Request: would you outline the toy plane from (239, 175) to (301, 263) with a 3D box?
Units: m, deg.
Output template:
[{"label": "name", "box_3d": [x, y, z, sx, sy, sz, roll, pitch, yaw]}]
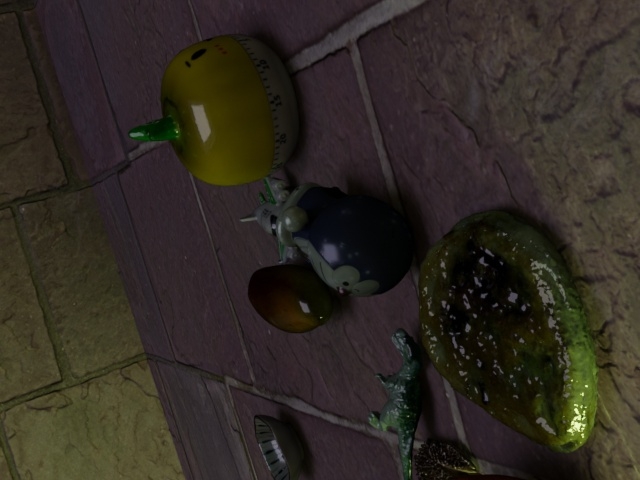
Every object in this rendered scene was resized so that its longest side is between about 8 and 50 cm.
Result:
[{"label": "toy plane", "box_3d": [-0.082, -0.040, 1.641, 0.174, 0.080, 0.174, 42, 142, 45]}]

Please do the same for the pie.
[{"label": "pie", "box_3d": [0.226, 0.107, 1.104, 0.323, 0.070, 0.323, 43, 142, 47]}]

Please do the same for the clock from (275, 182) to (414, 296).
[{"label": "clock", "box_3d": [0.034, -0.005, 1.324, 0.147, 0.199, 0.243, -64, 30, 3]}]

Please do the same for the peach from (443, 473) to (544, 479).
[{"label": "peach", "box_3d": [0.196, 0.464, 1.074, 0.370, 0.370, 0.370, 45, 145, 44]}]

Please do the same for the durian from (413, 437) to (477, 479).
[{"label": "durian", "box_3d": [0.184, 0.357, 1.376, 0.140, 0.071, 0.110, -137, 36, -55]}]

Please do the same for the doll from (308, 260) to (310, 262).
[{"label": "doll", "box_3d": [0.000, 0.000, 1.523, 0.143, 0.057, 0.099, 107, 159, -54]}]

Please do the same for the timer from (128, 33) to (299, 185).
[{"label": "timer", "box_3d": [-0.199, -0.211, 1.533, 0.285, 0.285, 0.285, 45, 145, 44]}]

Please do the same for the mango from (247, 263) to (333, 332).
[{"label": "mango", "box_3d": [-0.049, 0.110, 1.638, 0.267, 0.111, 0.133, 4, 110, 61]}]

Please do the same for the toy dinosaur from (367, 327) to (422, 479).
[{"label": "toy dinosaur", "box_3d": [0.122, 0.299, 1.450, 0.129, 0.076, 0.383, -128, 32, -62]}]

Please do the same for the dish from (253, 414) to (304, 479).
[{"label": "dish", "box_3d": [-0.086, 0.477, 2.041, 0.191, 0.066, 0.191, 49, 151, 40]}]
